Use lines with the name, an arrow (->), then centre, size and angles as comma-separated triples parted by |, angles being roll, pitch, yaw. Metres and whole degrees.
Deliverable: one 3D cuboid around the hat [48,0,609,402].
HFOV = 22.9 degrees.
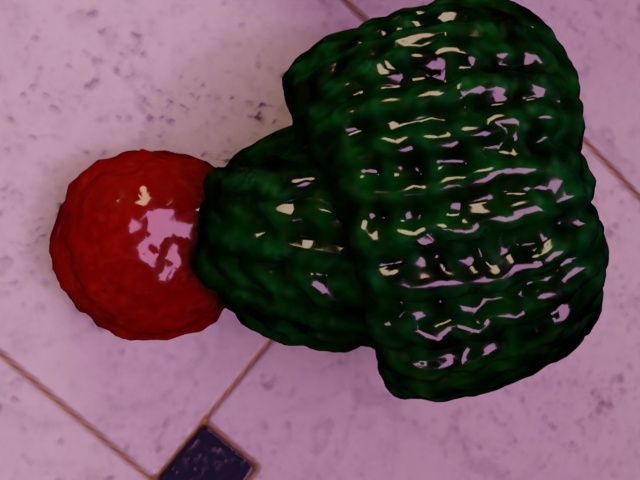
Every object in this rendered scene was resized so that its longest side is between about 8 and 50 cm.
hat -> 0.000, 0.000, 0.959 | 0.332, 0.274, 0.242 | -12, 66, 4
